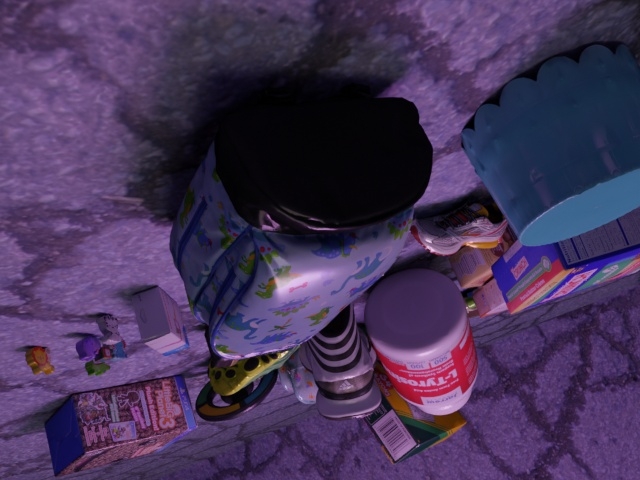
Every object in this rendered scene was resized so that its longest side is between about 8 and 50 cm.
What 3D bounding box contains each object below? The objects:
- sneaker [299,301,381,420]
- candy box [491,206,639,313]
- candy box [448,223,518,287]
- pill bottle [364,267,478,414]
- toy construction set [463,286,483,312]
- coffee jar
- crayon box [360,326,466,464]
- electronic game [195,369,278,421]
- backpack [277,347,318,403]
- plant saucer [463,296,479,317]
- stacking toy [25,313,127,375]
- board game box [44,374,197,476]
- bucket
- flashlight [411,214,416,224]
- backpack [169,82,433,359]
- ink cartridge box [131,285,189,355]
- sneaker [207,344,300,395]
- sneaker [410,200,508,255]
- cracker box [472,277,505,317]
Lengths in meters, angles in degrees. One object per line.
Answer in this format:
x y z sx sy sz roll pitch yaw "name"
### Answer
0.029 0.166 1.450 0.169 0.257 0.447 -10 -167 -5 "sneaker"
0.538 0.015 1.359 0.317 0.122 0.268 -14 161 -12 "candy box"
0.463 -0.003 1.543 0.183 0.087 0.316 -4 154 -39 "candy box"
0.258 0.264 1.659 0.229 0.229 0.407 -22 140 3 "pill bottle"
0.339 0.212 1.881 0.328 0.151 0.215 -38 131 21 "toy construction set"
-0.152 0.209 1.474 0.185 0.096 0.079 -12 155 -25 "coffee jar"
0.205 0.408 1.906 0.106 0.363 0.313 -47 155 24 "crayon box"
-0.214 0.378 1.753 0.229 0.048 0.229 -22 -159 9 "electronic game"
-0.026 0.325 1.760 0.144 0.188 0.166 -29 159 21 "backpack"
0.486 0.197 2.097 0.278 0.041 0.278 -13 165 -3 "plant saucer"
-0.407 0.200 1.279 0.167 0.052 0.221 -24 162 13 "stacking toy"
-0.501 0.462 1.717 0.291 0.141 0.232 -3 153 -40 "board game box"
0.365 -0.125 0.997 0.281 0.183 0.281 -17 161 -6 "bucket"
0.000 0.000 1.088 0.304 0.103 0.103 -22 -174 1 "flashlight"
-0.051 -0.003 0.864 0.290 0.273 0.356 -13 172 -39 "backpack"
-0.276 0.142 1.191 0.052 0.088 0.122 -20 160 -1 "ink cartridge box"
-0.160 0.300 1.681 0.296 0.109 0.124 -31 157 29 "sneaker"
0.264 -0.036 1.303 0.225 0.088 0.092 -9 136 -30 "sneaker"
0.467 0.107 1.585 0.156 0.067 0.232 -14 163 -11 "cracker box"
